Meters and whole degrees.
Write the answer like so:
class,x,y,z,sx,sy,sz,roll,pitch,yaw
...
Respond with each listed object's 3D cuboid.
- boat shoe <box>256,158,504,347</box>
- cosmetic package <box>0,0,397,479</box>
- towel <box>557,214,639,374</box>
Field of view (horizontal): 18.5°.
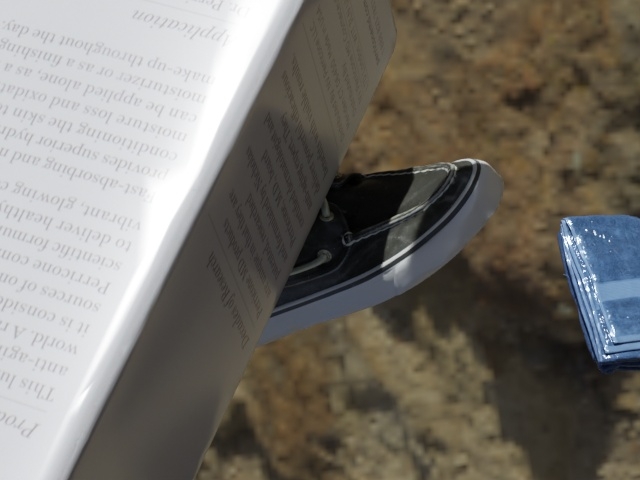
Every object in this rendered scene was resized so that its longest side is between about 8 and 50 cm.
class,x,y,z,sx,sy,sz,roll,pitch,yaw
boat shoe,0.000,0.000,1.122,0.219,0.070,0.078,-26,28,26
cosmetic package,-0.151,0.004,1.013,0.161,0.230,0.453,72,-141,-58
towel,0.200,0.033,1.298,0.029,0.067,0.119,103,160,-49
